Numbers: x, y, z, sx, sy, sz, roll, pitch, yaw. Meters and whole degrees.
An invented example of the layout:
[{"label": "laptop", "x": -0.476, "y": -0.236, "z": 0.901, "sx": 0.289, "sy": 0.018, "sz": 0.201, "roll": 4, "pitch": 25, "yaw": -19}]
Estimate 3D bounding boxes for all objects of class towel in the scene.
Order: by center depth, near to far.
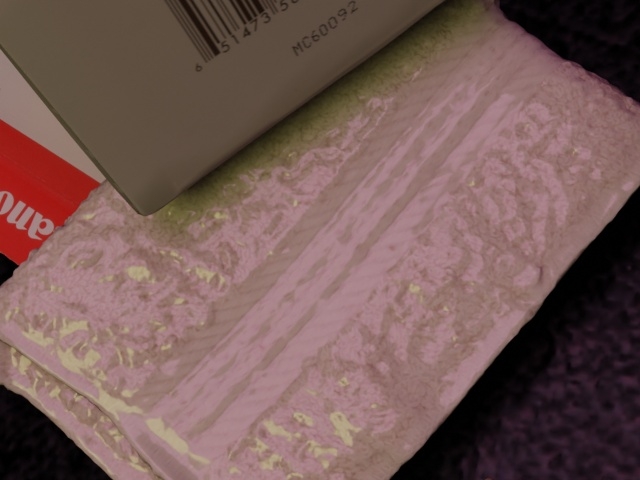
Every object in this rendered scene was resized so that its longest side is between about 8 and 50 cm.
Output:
[{"label": "towel", "x": 0.000, "y": 0.000, "z": 0.632, "sx": 0.187, "sy": 0.049, "sz": 0.282, "roll": 40, "pitch": 83, "yaw": 9}]

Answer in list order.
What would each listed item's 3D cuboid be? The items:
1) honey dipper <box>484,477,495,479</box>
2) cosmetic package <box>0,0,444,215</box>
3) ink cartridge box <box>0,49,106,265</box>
[{"label": "honey dipper", "x": 0.134, "y": 0.141, "z": 0.570, "sx": 0.161, "sy": 0.030, "sz": 0.030, "roll": 22, "pitch": 76, "yaw": 20}, {"label": "cosmetic package", "x": -0.109, "y": -0.210, "z": 0.652, "sx": 0.197, "sy": 0.155, "sz": 0.365, "roll": -35, "pitch": 48, "yaw": -1}, {"label": "ink cartridge box", "x": -0.127, "y": -0.065, "z": 0.726, "sx": 0.181, "sy": 0.056, "sz": 0.224, "roll": 31, "pitch": 78, "yaw": 26}]
